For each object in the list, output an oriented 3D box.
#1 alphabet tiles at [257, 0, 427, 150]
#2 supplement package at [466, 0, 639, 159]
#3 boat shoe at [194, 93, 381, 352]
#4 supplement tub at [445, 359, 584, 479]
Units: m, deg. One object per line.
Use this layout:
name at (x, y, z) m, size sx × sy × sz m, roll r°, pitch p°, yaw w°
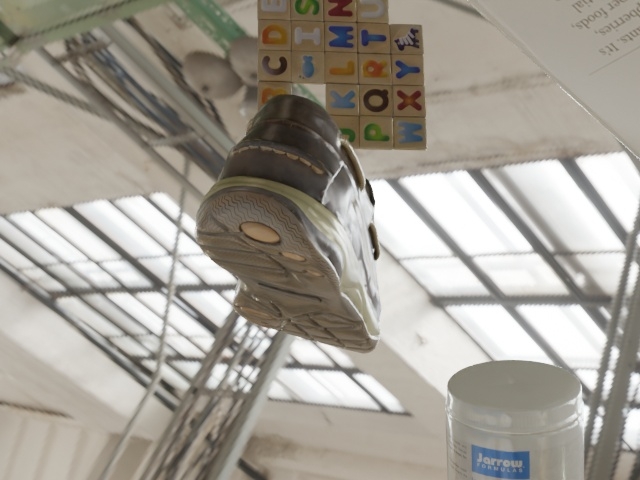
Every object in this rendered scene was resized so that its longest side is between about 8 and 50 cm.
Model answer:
alphabet tiles at (0.024, -0.221, 1.147) m, size 0.009 × 0.198 × 0.237 m, roll 112°, pitch -22°, yaw -75°
supplement package at (0.193, -0.111, 0.316) m, size 0.177 × 0.293 × 0.175 m, roll -29°, pitch -152°, yaw 52°
boat shoe at (0.000, 0.000, 0.787) m, size 0.132 × 0.355 × 0.130 m, roll 17°, pitch -107°, yaw 9°
supplement tub at (0.101, 0.123, 0.504) m, size 0.071 × 0.107 × 0.071 m, roll -4°, pitch -166°, yaw 1°
